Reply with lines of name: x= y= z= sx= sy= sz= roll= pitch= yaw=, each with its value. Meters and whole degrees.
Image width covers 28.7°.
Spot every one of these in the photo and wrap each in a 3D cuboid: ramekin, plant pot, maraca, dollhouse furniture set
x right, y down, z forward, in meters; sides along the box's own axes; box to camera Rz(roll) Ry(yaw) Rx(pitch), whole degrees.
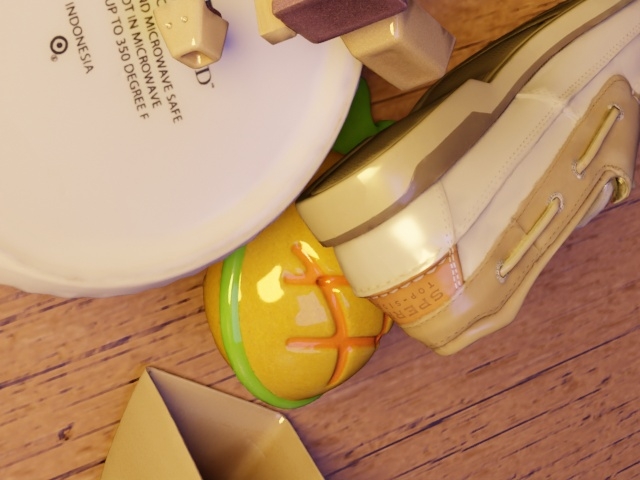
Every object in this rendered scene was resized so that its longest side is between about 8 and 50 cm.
ramekin: x=-0.101 y=-0.099 z=0.537 sx=0.273 sy=0.127 sz=0.273 roll=-13 pitch=117 yaw=-28
plant pot: x=-0.065 y=0.151 z=0.690 sx=0.109 sy=0.109 sz=0.096 roll=26 pitch=107 yaw=-38
maraca: x=0.000 y=0.000 z=0.670 sx=0.127 sy=0.099 sz=0.185 roll=50 pitch=55 yaw=-47
dollhouse furniture set: x=-0.002 y=-0.108 z=0.513 sx=0.114 sy=0.091 sz=0.081 roll=23 pitch=54 yaw=-60

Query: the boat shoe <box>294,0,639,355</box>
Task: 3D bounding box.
boat shoe: x=0.110 y=-0.051 z=0.662 sx=0.302 sy=0.113 sz=0.103 roll=-39 pitch=99 yaw=-37
